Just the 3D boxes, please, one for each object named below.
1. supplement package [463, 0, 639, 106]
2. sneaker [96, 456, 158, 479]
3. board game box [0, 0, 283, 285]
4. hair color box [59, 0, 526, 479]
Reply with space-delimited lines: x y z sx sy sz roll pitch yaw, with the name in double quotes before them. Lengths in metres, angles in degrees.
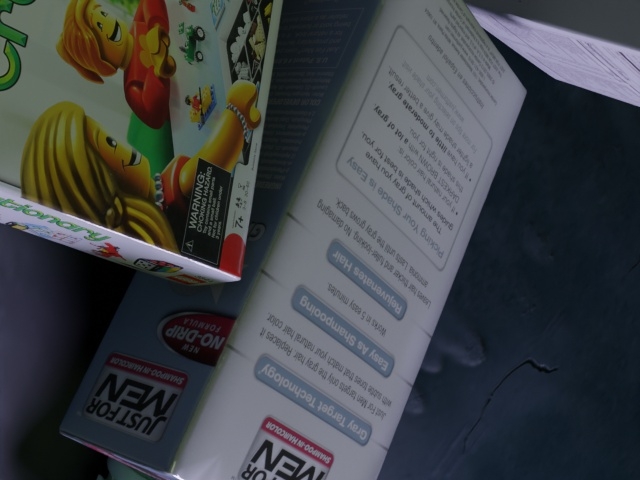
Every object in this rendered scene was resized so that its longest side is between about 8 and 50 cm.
"supplement package" 0.278 -0.213 0.768 0.198 0.263 0.199 21 98 -44
"sneaker" -0.140 0.157 0.722 0.256 0.094 0.151 -58 141 -15
"board game box" -0.105 -0.147 0.537 0.193 0.053 0.305 23 67 -44
"hair color box" 0.000 0.000 0.679 0.185 0.113 0.374 41 66 -44
